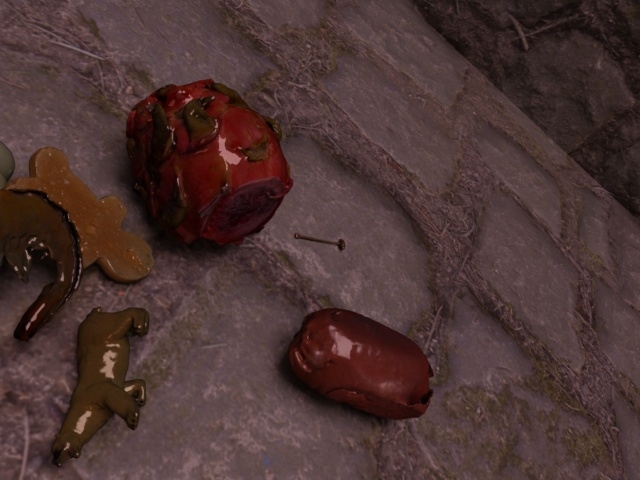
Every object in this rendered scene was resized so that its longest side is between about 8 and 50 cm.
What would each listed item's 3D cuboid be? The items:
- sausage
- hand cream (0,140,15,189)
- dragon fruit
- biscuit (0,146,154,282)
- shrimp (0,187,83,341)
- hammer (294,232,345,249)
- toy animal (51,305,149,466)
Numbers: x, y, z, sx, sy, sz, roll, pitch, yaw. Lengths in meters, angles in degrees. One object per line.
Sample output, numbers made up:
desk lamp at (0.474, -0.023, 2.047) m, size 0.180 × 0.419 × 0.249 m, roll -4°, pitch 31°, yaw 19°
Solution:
sausage at (0.073, 0.213, 0.865) m, size 0.280 × 0.152 × 0.152 m, roll 26°, pitch 48°, yaw -21°
hand cream at (-0.476, -0.007, 0.632) m, size 0.147 × 0.093 × 0.305 m, roll 31°, pitch 45°, yaw -39°
dragon fruit at (-0.191, -0.146, 0.854) m, size 0.269 × 0.250 × 0.291 m, roll -8°, pitch 51°, yaw -47°
biscuit at (-0.349, -0.021, 0.748) m, size 0.234 × 0.030 × 0.153 m, roll 45°, pitch 40°, yaw -28°
shrimp at (-0.390, 0.053, 0.620) m, size 0.173 × 0.058 × 0.253 m, roll 37°, pitch 57°, yaw -45°
hammer at (0.000, 0.000, 1.058) m, size 0.123 × 0.014 × 0.029 m, roll 10°, pitch 46°, yaw -30°
toy animal at (-0.285, 0.180, 0.663) m, size 0.101 × 0.103 × 0.218 m, roll 1°, pitch 61°, yaw -15°
